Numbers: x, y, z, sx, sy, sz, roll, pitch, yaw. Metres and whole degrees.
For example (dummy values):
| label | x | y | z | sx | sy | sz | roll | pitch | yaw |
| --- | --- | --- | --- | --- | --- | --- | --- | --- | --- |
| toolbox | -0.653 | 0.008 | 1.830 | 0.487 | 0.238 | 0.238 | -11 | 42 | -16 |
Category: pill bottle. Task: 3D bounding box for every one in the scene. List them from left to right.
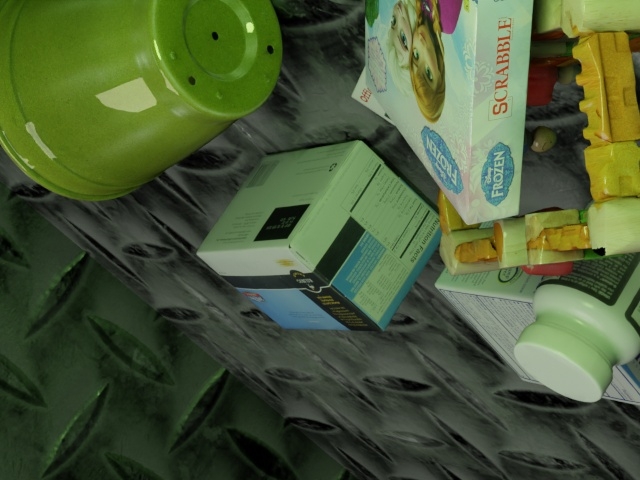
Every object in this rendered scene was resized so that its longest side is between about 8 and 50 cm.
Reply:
| label | x | y | z | sx | sy | sz | roll | pitch | yaw |
| --- | --- | --- | --- | --- | --- | --- | --- | --- | --- |
| pill bottle | 0.381 | 0.066 | 1.985 | 0.162 | 0.278 | 0.162 | 30 | 160 | 12 |

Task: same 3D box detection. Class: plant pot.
| label | x | y | z | sx | sy | sz | roll | pitch | yaw |
| --- | --- | --- | --- | --- | --- | --- | --- | --- | --- |
| plant pot | -0.252 | -0.262 | 2.182 | 0.353 | 0.366 | 0.366 | -10 | 134 | 47 |

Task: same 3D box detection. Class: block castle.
| label | x | y | z | sx | sy | sz | roll | pitch | yaw |
| --- | --- | --- | --- | --- | --- | --- | --- | --- | --- |
| block castle | 0.293 | -0.117 | 1.627 | 0.212 | 0.303 | 0.453 | -6 | 177 | -18 |

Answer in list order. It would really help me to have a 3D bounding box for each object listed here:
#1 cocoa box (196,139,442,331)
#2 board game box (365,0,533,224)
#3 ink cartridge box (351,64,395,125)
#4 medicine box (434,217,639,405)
| label | x | y | z | sx | sy | sz | roll | pitch | yaw |
| --- | --- | --- | --- | --- | --- | --- | --- | --- | --- |
| cocoa box | 0.000 | 0.000 | 2.501 | 0.228 | 0.231 | 0.347 | 42 | 159 | -22 |
| board game box | 0.128 | -0.234 | 1.587 | 0.319 | 0.065 | 0.318 | -120 | 23 | -51 |
| ink cartridge box | 0.158 | -0.197 | 2.008 | 0.208 | 0.087 | 0.153 | 34 | 160 | 3 |
| medicine box | 0.373 | 0.104 | 2.281 | 0.289 | 0.149 | 0.263 | 6 | 147 | 52 |
